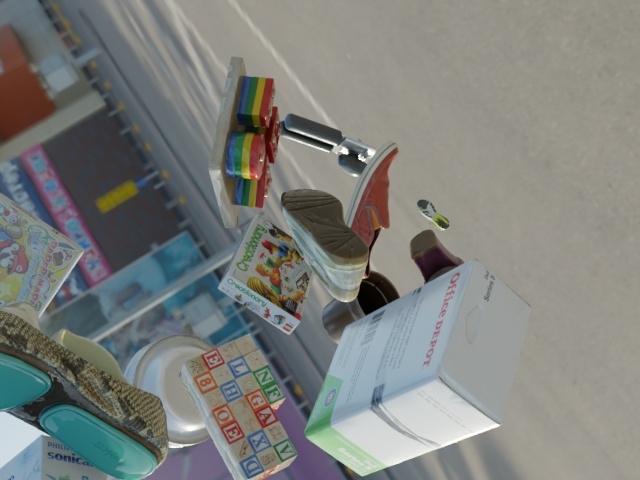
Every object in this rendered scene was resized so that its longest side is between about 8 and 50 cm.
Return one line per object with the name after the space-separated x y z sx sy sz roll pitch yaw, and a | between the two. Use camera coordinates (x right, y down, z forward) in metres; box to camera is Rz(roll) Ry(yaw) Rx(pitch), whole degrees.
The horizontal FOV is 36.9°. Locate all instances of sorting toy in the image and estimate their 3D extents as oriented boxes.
-0.142 -0.188 1.925 0.257 0.089 0.255 85 -168 -65 | sorting toy

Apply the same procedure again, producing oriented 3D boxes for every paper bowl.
-0.353 0.381 2.455 0.148 0.284 0.284 -26 96 53 | paper bowl

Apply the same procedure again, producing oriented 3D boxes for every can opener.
0.022 -0.243 2.432 0.280 0.074 0.093 21 -126 -28 | can opener

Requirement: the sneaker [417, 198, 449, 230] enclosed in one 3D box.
0.227 -0.048 1.964 0.083 0.031 0.035 47 162 12 | sneaker

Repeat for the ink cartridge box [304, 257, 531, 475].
0.125 0.169 1.252 0.115 0.198 0.273 39 138 -16 | ink cartridge box

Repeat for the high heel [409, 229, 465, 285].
0.239 0.140 1.721 0.181 0.127 0.377 51 -154 -25 | high heel

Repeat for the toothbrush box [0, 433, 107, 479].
-0.440 0.489 1.505 0.126 0.216 0.295 24 -137 -36 | toothbrush box

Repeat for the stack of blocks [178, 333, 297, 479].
-0.167 0.377 2.130 0.297 0.171 0.087 58 151 19 | stack of blocks

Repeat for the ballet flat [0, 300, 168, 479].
-0.410 0.199 1.430 0.483 0.164 0.182 41 -150 -41 | ballet flat

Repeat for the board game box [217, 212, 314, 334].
-0.113 0.071 2.220 0.193 0.053 0.305 34 -152 -9 | board game box

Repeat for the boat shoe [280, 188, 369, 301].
0.000 0.000 1.654 0.302 0.109 0.098 -127 36 -56 | boat shoe

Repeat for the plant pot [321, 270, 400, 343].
0.100 0.186 2.500 0.165 0.167 0.167 -35 86 41 | plant pot

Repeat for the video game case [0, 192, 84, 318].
-0.580 0.048 1.765 0.206 0.227 0.026 35 -165 -8 | video game case

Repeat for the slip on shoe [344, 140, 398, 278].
0.116 -0.064 2.160 0.101 0.331 0.123 22 -168 11 | slip on shoe
